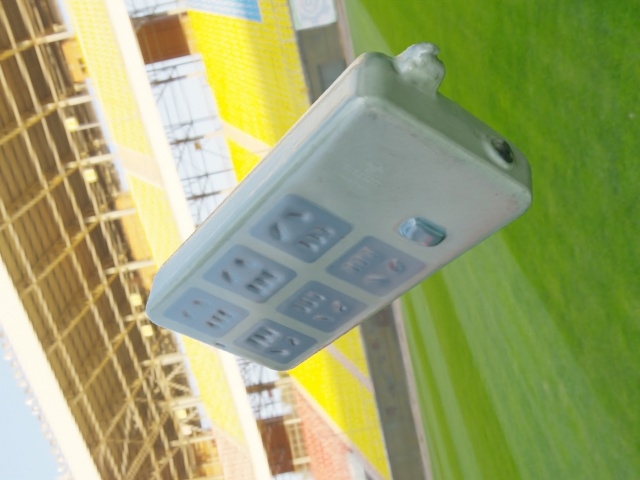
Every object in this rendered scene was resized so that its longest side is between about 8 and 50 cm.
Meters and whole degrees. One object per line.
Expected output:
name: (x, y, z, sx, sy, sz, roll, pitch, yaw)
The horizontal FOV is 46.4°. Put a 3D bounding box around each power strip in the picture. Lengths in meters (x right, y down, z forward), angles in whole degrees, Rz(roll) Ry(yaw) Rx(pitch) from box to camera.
power strip: (0.000, 0.000, 0.444, 0.118, 0.270, 0.046, 29, -135, -22)
